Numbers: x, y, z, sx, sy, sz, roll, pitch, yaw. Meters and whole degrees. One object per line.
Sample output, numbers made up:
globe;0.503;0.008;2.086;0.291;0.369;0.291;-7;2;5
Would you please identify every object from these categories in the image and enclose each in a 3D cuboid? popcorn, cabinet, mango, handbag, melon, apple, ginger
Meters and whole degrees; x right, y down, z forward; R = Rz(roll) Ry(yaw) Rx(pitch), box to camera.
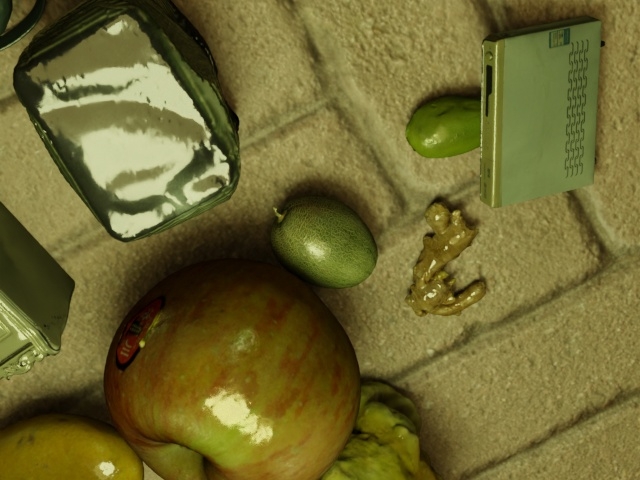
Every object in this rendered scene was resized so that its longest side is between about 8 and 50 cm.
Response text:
popcorn;0.083;0.436;2.057;0.293;0.292;0.334;-10;124;-9
cabinet;-0.597;0.102;1.871;0.318;0.227;0.290;-33;114;11
mango;0.210;-0.178;1.876;0.165;0.074;0.091;-20;105;-1
handbag;-0.260;-0.196;1.744;0.247;0.240;0.340;-28;114;8
mango;-0.432;0.405;2.015;0.365;0.182;0.253;-25;109;38
melon;0.000;0.000;1.913;0.192;0.139;0.139;31;110;-23
apple;-0.127;0.210;1.881;0.400;0.333;0.400;25;151;15
ginger;0.199;0.046;1.998;0.176;0.052;0.193;-43;112;10

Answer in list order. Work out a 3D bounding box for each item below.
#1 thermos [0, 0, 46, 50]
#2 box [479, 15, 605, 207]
thermos;-0.507;-0.311;1.730;0.286;0.145;0.182;-39;144;13
box;0.336;-0.195;1.866;0.211;0.045;0.270;-15;118;-20
